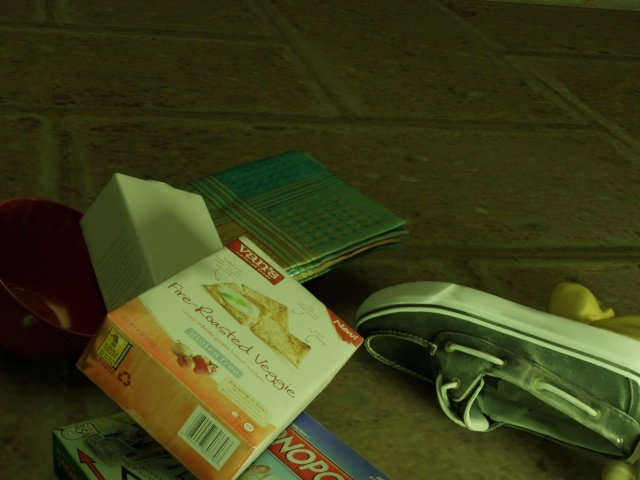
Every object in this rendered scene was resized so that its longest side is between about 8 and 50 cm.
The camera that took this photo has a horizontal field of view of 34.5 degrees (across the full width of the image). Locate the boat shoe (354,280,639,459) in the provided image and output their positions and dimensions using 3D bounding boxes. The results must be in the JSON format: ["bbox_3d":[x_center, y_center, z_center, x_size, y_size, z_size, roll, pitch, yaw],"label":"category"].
[{"bbox_3d":[0.165,0.129,1.025,0.335,0.121,0.119,8,53,35],"label":"boat shoe"}]

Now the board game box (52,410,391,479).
[{"bbox_3d":[-0.060,0.211,0.823,0.213,0.046,0.317,-10,21,-31],"label":"board game box"}]

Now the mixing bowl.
[{"bbox_3d":[-0.279,0.055,1.042,0.181,0.098,0.181,33,28,-20],"label":"mixing bowl"}]

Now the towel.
[{"bbox_3d":[-0.119,-0.003,1.240,0.370,0.040,0.271,-21,35,-24],"label":"towel"}]

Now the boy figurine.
[{"bbox_3d":[0.331,0.138,1.089,0.177,0.092,0.285,-15,33,-31],"label":"boy figurine"}]

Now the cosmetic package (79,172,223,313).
[{"bbox_3d":[-0.150,0.048,1.030,0.117,0.085,0.231,16,36,-42],"label":"cosmetic package"}]

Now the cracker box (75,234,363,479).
[{"bbox_3d":[-0.076,0.095,0.886,0.155,0.067,0.232,40,27,8],"label":"cracker box"}]

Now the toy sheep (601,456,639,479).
[{"bbox_3d":[0.311,0.228,0.905,0.132,0.091,0.091,21,28,12],"label":"toy sheep"}]
